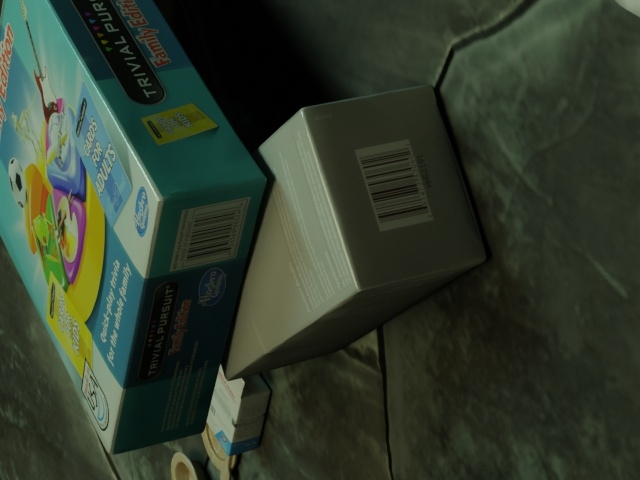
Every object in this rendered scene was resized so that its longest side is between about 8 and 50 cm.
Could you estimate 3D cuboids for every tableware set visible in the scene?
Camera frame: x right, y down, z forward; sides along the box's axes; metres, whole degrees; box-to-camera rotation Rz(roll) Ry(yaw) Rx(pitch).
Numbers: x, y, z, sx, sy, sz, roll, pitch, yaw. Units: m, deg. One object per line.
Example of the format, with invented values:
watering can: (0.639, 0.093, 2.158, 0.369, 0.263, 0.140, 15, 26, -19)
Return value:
tableware set: (-0.117, 0.151, 1.677, 0.168, 0.020, 0.141, 60, 148, 30)

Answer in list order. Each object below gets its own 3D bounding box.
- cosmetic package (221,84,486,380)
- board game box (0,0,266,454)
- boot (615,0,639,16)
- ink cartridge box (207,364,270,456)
cosmetic package: (0.000, 0.000, 1.310, 0.238, 0.107, 0.127, -35, 70, 64)
board game box: (-0.163, -0.058, 1.405, 0.336, 0.079, 0.253, 57, 147, 35)
boot: (0.206, -0.142, 0.863, 0.258, 0.095, 0.123, 35, 138, 54)
ink cartridge box: (-0.065, 0.122, 1.556, 0.048, 0.028, 0.083, 54, 145, 38)
